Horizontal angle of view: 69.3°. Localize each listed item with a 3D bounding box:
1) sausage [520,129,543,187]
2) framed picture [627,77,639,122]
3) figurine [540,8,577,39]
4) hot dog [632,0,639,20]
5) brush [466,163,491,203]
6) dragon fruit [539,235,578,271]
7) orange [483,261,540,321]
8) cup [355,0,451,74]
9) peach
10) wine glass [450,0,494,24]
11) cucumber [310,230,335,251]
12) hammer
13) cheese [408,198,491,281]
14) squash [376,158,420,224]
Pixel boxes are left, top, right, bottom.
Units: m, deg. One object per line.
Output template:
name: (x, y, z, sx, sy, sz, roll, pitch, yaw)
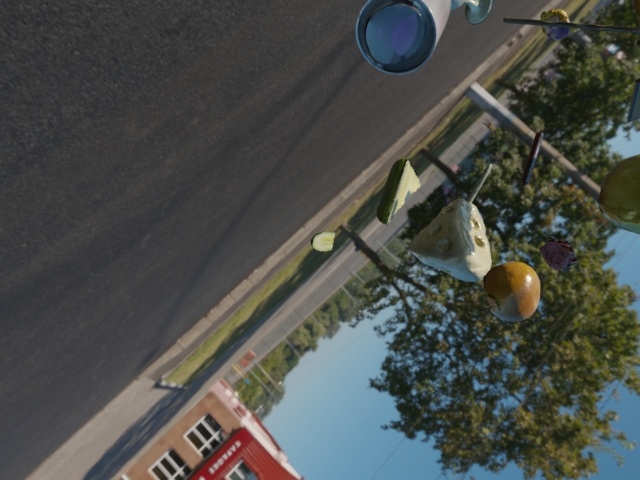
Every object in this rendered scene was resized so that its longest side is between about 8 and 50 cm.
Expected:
sausage: (0.649, -0.252, 1.420, 0.028, 0.025, 0.198, 51, 60, -73)
framed picture: (1.168, -0.510, 1.465, 0.339, 0.014, 0.255, -21, 155, 20)
figurine: (0.858, -0.781, 1.667, 0.156, 0.115, 0.095, -86, 178, -52)
hot dog: (0.973, -0.735, 1.353, 0.261, 0.093, 0.123, -62, 179, -28)
brush: (0.584, -0.162, 1.802, 0.042, 0.039, 0.299, 16, 106, -45)
dragon fruit: (0.835, 0.044, 1.618, 0.068, 0.126, 0.112, -27, 153, -28)
orange: (0.482, 0.127, 1.177, 0.134, 0.154, 0.155, 9, -141, 44)
cup: (0.288, -0.727, 1.497, 0.371, 0.253, 0.253, -59, -176, -38)
peach: (1.118, -0.154, 1.547, 0.315, 0.281, 0.314, 4, -166, 38)
wine glass: (0.577, -1.013, 1.923, 0.321, 0.143, 0.143, 2, 141, -40)
cucumber: (0.000, 0.000, 1.490, 0.107, 0.035, 0.067, 2, 103, -52)
hammer: (0.532, -0.448, 0.962, 0.029, 0.292, 0.058, -23, 125, -67)
cheese: (0.443, 0.007, 1.468, 0.173, 0.248, 0.251, 32, 100, -38)
squash: (0.263, -0.144, 1.647, 0.169, 0.093, 0.252, 38, 67, -54)
